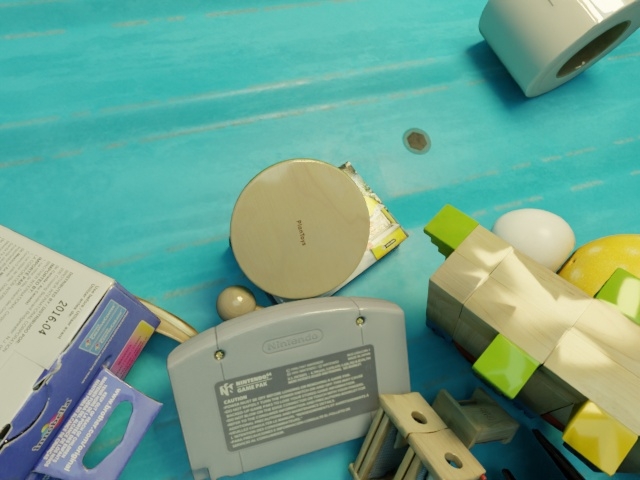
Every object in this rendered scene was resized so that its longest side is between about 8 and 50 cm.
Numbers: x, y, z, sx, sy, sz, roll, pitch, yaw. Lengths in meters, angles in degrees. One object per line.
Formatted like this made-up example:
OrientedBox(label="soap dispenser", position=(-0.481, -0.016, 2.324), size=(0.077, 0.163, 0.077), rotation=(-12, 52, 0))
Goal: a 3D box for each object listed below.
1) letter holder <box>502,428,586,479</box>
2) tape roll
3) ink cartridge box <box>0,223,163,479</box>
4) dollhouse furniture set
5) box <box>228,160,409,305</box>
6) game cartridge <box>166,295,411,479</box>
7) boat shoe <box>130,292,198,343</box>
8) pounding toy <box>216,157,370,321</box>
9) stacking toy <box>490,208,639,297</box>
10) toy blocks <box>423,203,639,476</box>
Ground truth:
OrientedBox(label="letter holder", position=(0.330, 0.426, 0.522), size=(0.152, 0.214, 0.301), rotation=(-37, 86, 7))
OrientedBox(label="tape roll", position=(0.442, -0.407, 0.772), size=(0.246, 0.246, 0.169), rotation=(-26, 79, -17))
OrientedBox(label="ink cartridge box", position=(-0.374, 0.128, 0.451), size=(0.396, 0.151, 0.269), rotation=(22, 66, 13))
OrientedBox(label="dollhouse furniture set", position=(0.160, 0.284, 0.539), size=(0.184, 0.129, 0.129), rotation=(8, 111, -29))
OrientedBox(label="box", position=(0.000, 0.000, 0.662), size=(0.233, 0.044, 0.159), rotation=(-35, 81, -19))
OrientedBox(label="game cartridge", position=(-0.030, 0.178, 0.547), size=(0.298, 0.062, 0.197), rotation=(-10, 100, -13))
OrientedBox(label="boat shoe", position=(-0.250, 0.109, 0.576), size=(0.170, 0.063, 0.059), rotation=(23, 72, 8))
OrientedBox(label="pounding toy", position=(-0.041, 0.003, 0.590), size=(0.183, 0.110, 0.236), rotation=(12, 100, -17))
OrientedBox(label="stacking toy", position=(0.463, 0.104, 0.605), size=(0.480, 0.350, 0.350), rotation=(38, 69, 20))
OrientedBox(label="toy blocks", position=(0.282, 0.152, 0.553), size=(0.381, 0.260, 0.191), rotation=(39, 76, 26))
